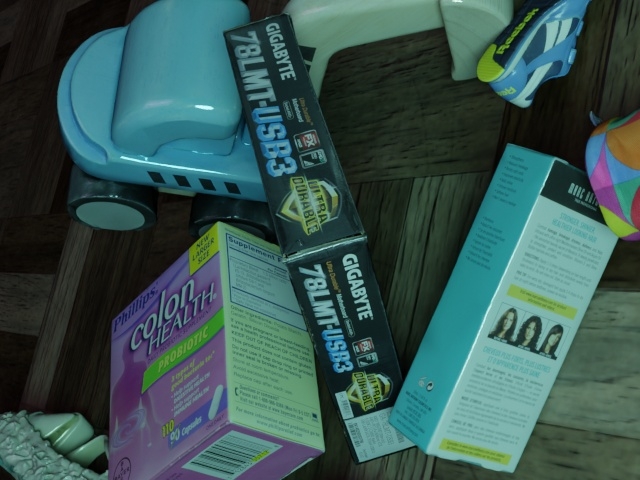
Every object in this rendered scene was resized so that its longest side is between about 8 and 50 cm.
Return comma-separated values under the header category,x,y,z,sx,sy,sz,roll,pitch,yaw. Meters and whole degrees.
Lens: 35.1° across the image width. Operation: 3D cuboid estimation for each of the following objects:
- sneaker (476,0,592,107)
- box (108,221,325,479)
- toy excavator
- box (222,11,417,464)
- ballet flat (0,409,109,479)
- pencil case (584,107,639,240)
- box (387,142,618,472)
category,x,y,z,sx,sy,sz,roll,pitch,yaw
sneaker,0.202,-0.180,0.897,0.144,0.059,0.053,-48,26,-1
box,-0.117,0.146,1.062,0.213,0.117,0.243,-40,41,34
toy excavator,-0.061,-0.167,1.069,0.445,0.432,0.222,117,159,-66
box,0.000,0.000,0.900,0.073,0.293,0.295,-16,46,-2
ballet flat,-0.338,0.308,1.360,0.409,0.147,0.147,22,92,53
pencil case,0.290,-0.073,0.678,0.236,0.104,0.104,-20,58,48
box,0.150,0.056,0.803,0.060,0.100,0.244,29,97,56
